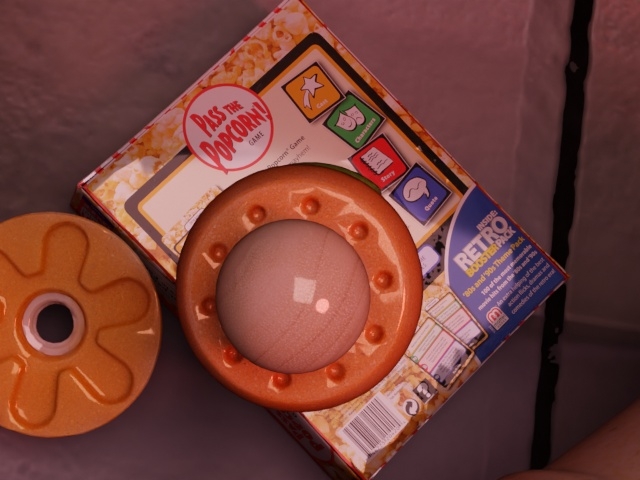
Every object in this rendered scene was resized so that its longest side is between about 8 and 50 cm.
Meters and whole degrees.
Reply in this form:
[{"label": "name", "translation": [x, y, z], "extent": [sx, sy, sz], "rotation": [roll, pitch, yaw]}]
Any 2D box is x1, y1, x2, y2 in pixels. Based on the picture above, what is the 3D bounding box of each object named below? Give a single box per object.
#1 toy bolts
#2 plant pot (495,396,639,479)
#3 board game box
[{"label": "toy bolts", "translation": [-0.063, 0.086, 0.766], "extent": [0.218, 0.158, 0.229], "rotation": [-3, 93, 4]}, {"label": "plant pot", "translation": [0.240, 0.146, 0.759], "extent": [0.305, 0.334, 0.334], "rotation": [-41, 89, -19]}, {"label": "board game box", "translation": [0.000, 0.000, 0.884], "extent": [0.147, 0.045, 0.193], "rotation": [-43, 90, -17]}]
